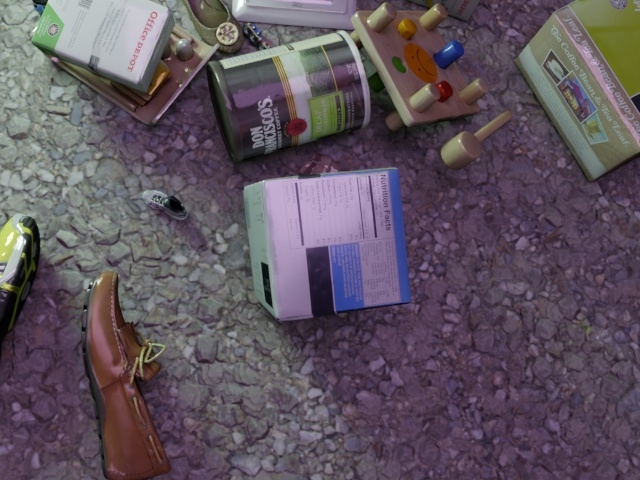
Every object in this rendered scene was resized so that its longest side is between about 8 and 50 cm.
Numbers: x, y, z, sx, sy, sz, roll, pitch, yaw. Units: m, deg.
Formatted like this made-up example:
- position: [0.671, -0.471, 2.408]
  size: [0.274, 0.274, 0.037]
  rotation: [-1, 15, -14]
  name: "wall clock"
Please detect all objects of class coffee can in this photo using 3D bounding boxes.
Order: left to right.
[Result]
- position: [-0.064, -0.284, 1.534]
  size: [0.275, 0.201, 0.201]
  rotation: [-17, 80, -11]
  name: "coffee can"

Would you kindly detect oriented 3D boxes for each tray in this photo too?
- position: [-0.053, -0.535, 1.681]
  size: [0.270, 0.030, 0.145]
  rotation: [2, 78, -7]
  name: "tray"

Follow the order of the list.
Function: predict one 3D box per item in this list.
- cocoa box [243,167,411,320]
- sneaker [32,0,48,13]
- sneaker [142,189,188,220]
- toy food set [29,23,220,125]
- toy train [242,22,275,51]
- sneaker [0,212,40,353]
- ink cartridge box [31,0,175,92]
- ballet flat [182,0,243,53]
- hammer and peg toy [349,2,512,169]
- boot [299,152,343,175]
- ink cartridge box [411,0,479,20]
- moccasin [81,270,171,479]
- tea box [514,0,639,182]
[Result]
- position: [0.000, 0.000, 1.385]
  size: [0.228, 0.347, 0.231]
  rotation: [-7, 93, -10]
  name: "cocoa box"
- position: [-0.553, -0.558, 1.593]
  size: [0.067, 0.078, 0.188]
  rotation: [6, 76, -6]
  name: "sneaker"
- position: [-0.304, -0.078, 1.523]
  size: [0.098, 0.069, 0.038]
  rotation: [25, 75, -2]
  name: "sneaker"
- position: [-0.390, -0.398, 1.572]
  size: [0.306, 0.092, 0.219]
  rotation: [35, 75, 1]
  name: "toy food set"
- position: [-0.109, -0.398, 1.643]
  size: [0.036, 0.027, 0.158]
  rotation: [-37, 85, -17]
  name: "toy train"
- position: [-0.627, 0.119, 1.398]
  size: [0.147, 0.145, 0.384]
  rotation: [21, 74, -3]
  name: "sneaker"
- position: [-0.409, -0.398, 1.490]
  size: [0.219, 0.092, 0.160]
  rotation: [22, 87, -1]
  name: "ink cartridge box"
- position: [-0.245, -0.501, 1.632]
  size: [0.084, 0.058, 0.250]
  rotation: [-31, 83, -12]
  name: "ballet flat"
- position: [0.223, -0.306, 1.575]
  size: [0.266, 0.127, 0.361]
  rotation: [-19, 79, -47]
  name: "hammer and peg toy"
- position: [-0.006, -0.119, 1.592]
  size: [0.087, 0.042, 0.118]
  rotation: [32, 74, 7]
  name: "boot"
- position: [0.253, -0.613, 1.666]
  size: [0.233, 0.171, 0.168]
  rotation: [19, 76, -3]
  name: "ink cartridge box"
- position: [-0.345, 0.241, 1.410]
  size: [0.147, 0.139, 0.380]
  rotation: [-11, 79, -11]
  name: "moccasin"
- position: [0.652, -0.355, 1.638]
  size: [0.323, 0.220, 0.329]
  rotation: [-27, 82, -13]
  name: "tea box"
